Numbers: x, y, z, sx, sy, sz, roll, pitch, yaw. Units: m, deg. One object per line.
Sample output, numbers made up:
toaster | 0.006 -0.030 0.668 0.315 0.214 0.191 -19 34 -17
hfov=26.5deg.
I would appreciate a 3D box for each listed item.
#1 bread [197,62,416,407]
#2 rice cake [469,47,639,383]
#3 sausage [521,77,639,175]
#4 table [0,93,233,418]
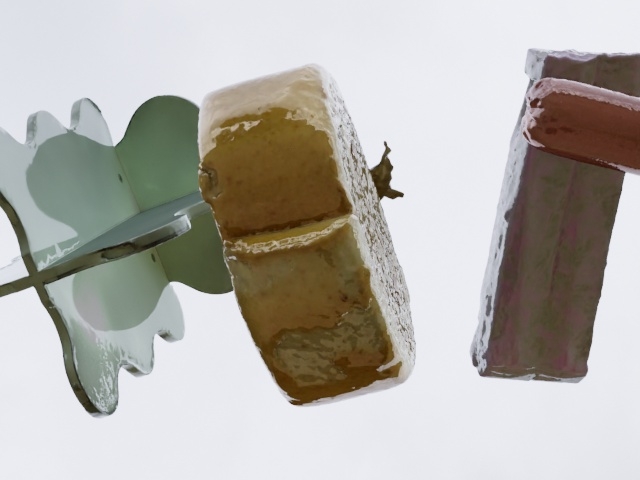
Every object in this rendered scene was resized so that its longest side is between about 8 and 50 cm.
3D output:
bread | 0.000 0.000 0.607 0.073 0.122 0.149 -15 -61 10
rice cake | 0.203 -0.022 1.173 0.106 0.050 0.298 6 -78 -17
sausage | 0.236 -0.088 1.088 0.154 0.062 0.062 13 -63 -7
table | -0.132 0.003 0.782 0.166 0.198 0.166 2 -79 9
